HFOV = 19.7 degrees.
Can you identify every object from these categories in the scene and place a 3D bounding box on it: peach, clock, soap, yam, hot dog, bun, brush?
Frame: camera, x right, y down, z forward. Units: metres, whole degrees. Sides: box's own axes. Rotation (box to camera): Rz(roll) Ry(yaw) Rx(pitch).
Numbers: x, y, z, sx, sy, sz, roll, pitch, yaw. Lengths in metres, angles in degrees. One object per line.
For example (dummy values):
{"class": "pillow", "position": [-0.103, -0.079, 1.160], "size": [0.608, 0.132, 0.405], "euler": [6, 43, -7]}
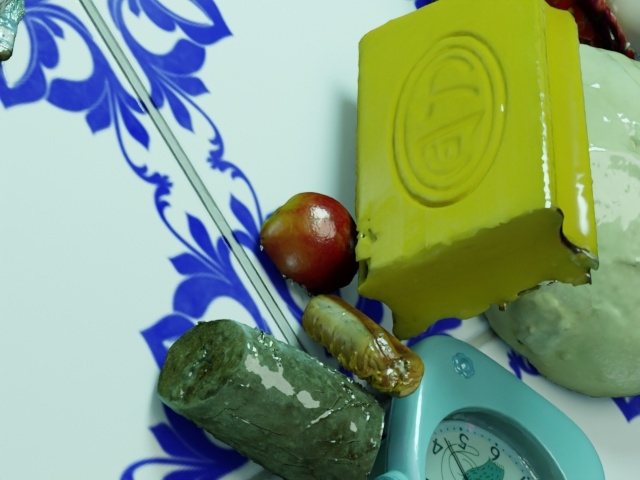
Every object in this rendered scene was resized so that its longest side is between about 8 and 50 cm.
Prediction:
{"class": "peach", "position": [-0.001, -0.001, 1.581], "size": [0.098, 0.061, 0.098], "euler": [29, 39, -27]}
{"class": "clock", "position": [0.123, 0.230, 1.522], "size": [0.224, 0.094, 0.274], "euler": [38, 45, -18]}
{"class": "soap", "position": [0.128, -0.080, 1.607], "size": [0.096, 0.204, 0.324], "euler": [48, 30, -38]}
{"class": "yam", "position": [-0.030, 0.132, 1.431], "size": [0.183, 0.107, 0.107], "euler": [31, 45, -22]}
{"class": "hot dog", "position": [0.035, 0.087, 1.503], "size": [0.071, 0.045, 0.165], "euler": [39, -1, -23]}
{"class": "bun", "position": [0.288, -0.040, 1.784], "size": [0.364, 0.202, 0.364], "euler": [22, 51, -31]}
{"class": "brush", "position": [-0.274, -0.138, 1.446], "size": [0.070, 0.021, 0.196], "euler": [28, 49, -29]}

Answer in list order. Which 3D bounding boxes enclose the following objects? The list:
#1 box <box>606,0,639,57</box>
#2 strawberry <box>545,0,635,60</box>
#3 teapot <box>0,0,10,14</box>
{"class": "box", "position": [0.378, -0.265, 2.085], "size": [0.200, 0.088, 0.146], "euler": [24, 40, -56]}
{"class": "strawberry", "position": [0.219, -0.253, 1.915], "size": [0.306, 0.138, 0.233], "euler": [52, 8, -34]}
{"class": "teapot", "position": [-0.321, -0.206, 1.361], "size": [0.208, 0.166, 0.299], "euler": [-8, 78, -28]}
